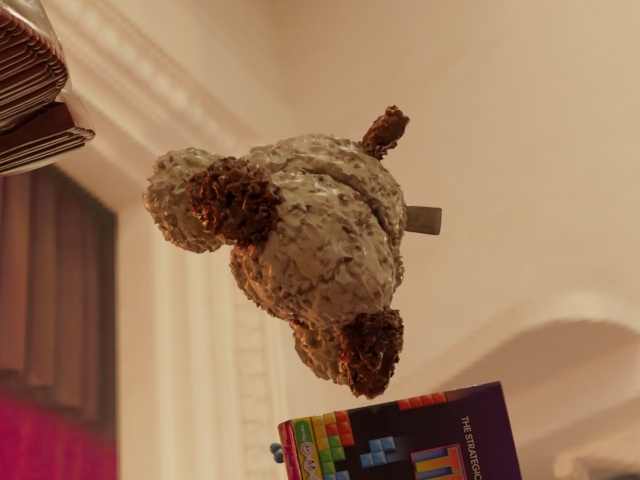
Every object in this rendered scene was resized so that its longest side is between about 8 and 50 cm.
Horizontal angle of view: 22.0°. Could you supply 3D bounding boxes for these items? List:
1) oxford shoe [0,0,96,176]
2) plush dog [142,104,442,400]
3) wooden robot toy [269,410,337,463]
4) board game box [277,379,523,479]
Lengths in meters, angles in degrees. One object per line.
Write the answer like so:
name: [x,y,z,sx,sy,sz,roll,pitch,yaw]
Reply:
oxford shoe: [-0.233,-0.129,1.063,0.123,0.130,0.348,-19,-7,-5]
plush dog: [0.000,0.000,1.317,0.262,0.225,0.210,43,-75,-13]
wooden robot toy: [0.005,0.208,1.513,0.076,0.079,0.173,-30,0,-4]
board game box: [0.059,0.183,1.021,0.141,0.170,0.048,-10,-9,-13]
